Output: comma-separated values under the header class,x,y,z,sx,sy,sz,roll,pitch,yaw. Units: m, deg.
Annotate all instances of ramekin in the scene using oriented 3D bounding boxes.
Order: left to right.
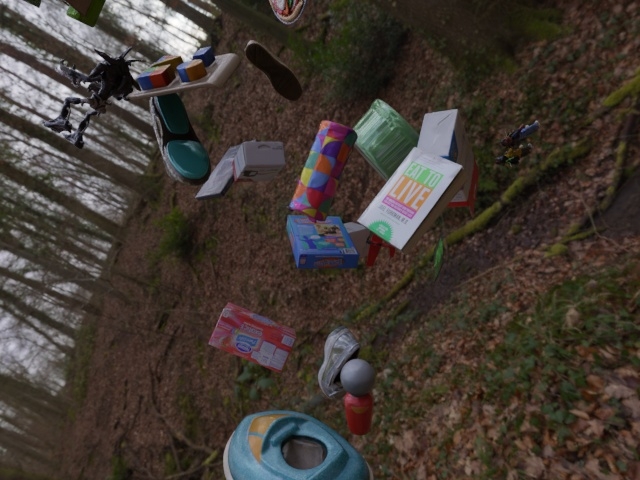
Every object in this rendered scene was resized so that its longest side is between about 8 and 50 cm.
class,x,y,z,sx,sy,sz,roll,pitch,yaw
ramekin,0.227,-0.291,1.344,0.148,0.303,0.303,-43,6,9

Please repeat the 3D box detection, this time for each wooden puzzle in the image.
class,x,y,z,sx,sy,sz,roll,pitch,yaw
wooden puzzle,-0.490,-0.610,1.483,0.322,0.347,0.081,-82,-13,-50

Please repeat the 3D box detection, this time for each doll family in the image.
class,x,y,z,sx,sy,sz,roll,pitch,yaw
doll family,0.578,-0.282,1.241,0.193,0.111,0.076,72,176,-49

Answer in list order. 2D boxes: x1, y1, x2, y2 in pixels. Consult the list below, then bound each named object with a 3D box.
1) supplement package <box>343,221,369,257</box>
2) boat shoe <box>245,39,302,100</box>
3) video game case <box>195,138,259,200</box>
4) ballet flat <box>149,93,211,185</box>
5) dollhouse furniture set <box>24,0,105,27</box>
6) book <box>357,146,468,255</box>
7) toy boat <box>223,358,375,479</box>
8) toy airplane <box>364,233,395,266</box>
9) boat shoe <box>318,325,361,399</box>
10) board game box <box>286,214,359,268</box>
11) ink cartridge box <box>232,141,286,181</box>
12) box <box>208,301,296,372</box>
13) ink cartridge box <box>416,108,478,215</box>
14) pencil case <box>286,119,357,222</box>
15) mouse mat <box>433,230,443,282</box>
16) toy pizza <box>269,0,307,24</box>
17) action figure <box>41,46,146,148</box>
class,x,y,z,sx,sy,sz,roll,pitch,yaw
supplement package,0.072,0.008,1.431,0.105,0.179,0.105,22,119,50
boat shoe,-0.193,-0.728,1.776,0.109,0.302,0.098,-39,32,23
video game case,-0.365,-0.275,1.627,0.196,0.026,0.274,-1,52,46
ballet flat,-0.523,-0.340,1.530,0.164,0.483,0.182,-8,-32,-35
dollhouse furniture set,-0.629,-0.634,0.897,0.151,0.301,0.198,-37,-28,-88
book,0.134,-0.061,0.617,0.144,0.096,0.035,-53,-40,1
toy boat,-0.007,0.329,0.711,0.318,0.267,0.148,-20,-67,-48
toy airplane,0.189,0.015,1.276,0.028,0.151,0.151,20,78,47
boat shoe,0.071,0.420,1.354,0.118,0.103,0.321,-18,-50,-33
board game box,0.000,0.000,1.135,0.210,0.160,0.047,-110,25,-56
ink cartridge box,-0.194,-0.241,1.289,0.175,0.127,0.072,158,105,-67
box,-0.260,0.376,1.621,0.142,0.299,0.154,-167,100,-84
ink cartridge box,0.299,-0.168,0.958,0.231,0.078,0.134,47,-127,-46
pencil case,0.005,-0.159,0.980,0.104,0.104,0.236,-90,22,-85
mouse mat,0.478,0.069,1.688,0.190,0.007,0.153,87,-170,-59
toy pizza,-0.086,-0.603,0.942,0.032,0.201,0.201,-19,-21,-28
action figure,-0.562,-0.373,1.022,0.276,0.141,0.164,-54,-15,-4
